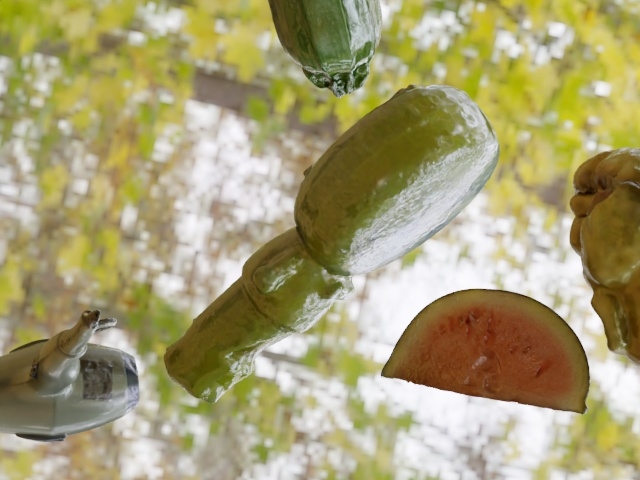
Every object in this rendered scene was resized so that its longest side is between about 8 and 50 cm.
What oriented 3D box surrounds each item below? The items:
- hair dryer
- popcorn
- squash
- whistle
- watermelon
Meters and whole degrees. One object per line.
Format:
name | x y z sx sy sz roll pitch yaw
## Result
hair dryer | -0.199 0.084 1.064 0.199 0.167 0.067 92 -13 -75
popcorn | 0.284 -0.005 1.318 0.200 0.203 0.226 -29 129 -63
squash | -0.009 -0.187 1.075 0.077 0.068 0.219 33 -34 52
whistle | 0.000 0.000 0.827 0.198 0.104 0.057 -42 -107 18
watermelon | 0.138 0.085 1.387 0.069 0.163 0.087 44 57 -79
